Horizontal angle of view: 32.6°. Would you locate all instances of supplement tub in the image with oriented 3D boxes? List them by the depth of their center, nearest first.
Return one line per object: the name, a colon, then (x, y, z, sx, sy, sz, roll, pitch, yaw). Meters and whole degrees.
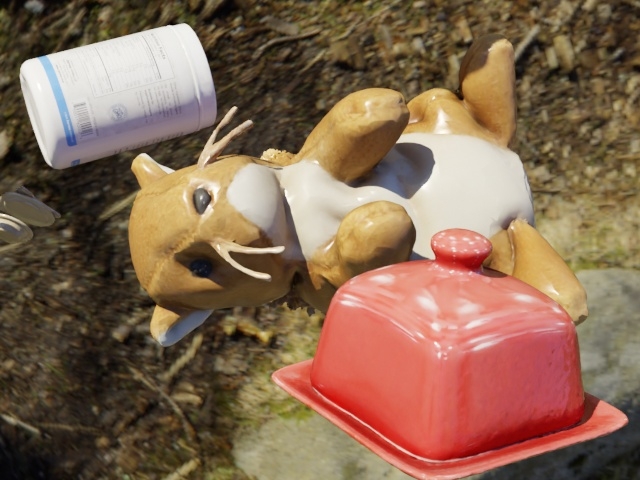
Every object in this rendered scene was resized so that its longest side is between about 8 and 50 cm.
supplement tub: (-0.126, -0.090, 0.684, 0.107, 0.071, 0.071, -18, 96, -19)

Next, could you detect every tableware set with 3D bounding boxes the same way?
tableware set: (-0.376, -0.043, 1.231, 0.141, 0.169, 0.020, 31, 58, -22)

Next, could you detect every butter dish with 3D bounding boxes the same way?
butter dish: (0.075, 0.051, 0.626, 0.160, 0.160, 0.118, -9, 111, -33)

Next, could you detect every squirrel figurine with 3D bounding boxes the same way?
squirrel figurine: (0.000, 0.000, 1.078, 0.370, 0.397, 0.281, -10, 81, -11)
